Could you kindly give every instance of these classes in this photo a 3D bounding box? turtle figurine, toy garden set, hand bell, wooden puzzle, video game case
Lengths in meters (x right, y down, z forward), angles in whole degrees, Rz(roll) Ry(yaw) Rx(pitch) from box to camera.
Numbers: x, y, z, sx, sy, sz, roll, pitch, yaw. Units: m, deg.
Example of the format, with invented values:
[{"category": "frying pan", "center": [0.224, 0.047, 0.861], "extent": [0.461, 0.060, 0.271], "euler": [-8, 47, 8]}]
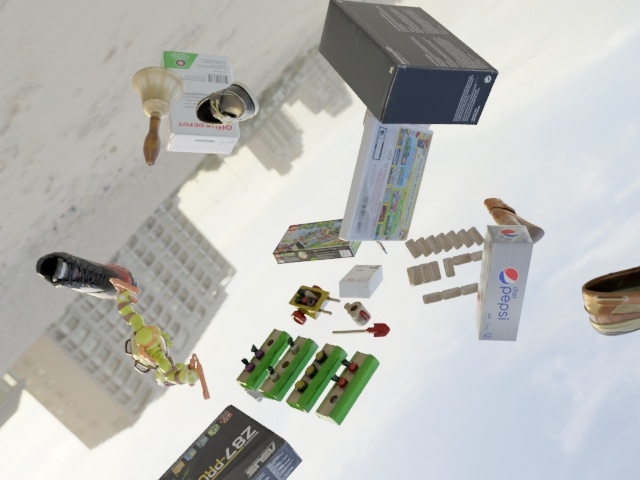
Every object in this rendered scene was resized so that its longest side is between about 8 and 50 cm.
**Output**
[{"category": "turtle figurine", "center": [-0.283, 0.198, 1.188], "extent": [0.087, 0.269, 0.217], "euler": [-41, 165, -18]}, {"category": "toy garden set", "center": [-0.009, 0.154, 1.041], "extent": [0.244, 0.049, 0.204], "euler": [5, -130, 50]}, {"category": "hand bell", "center": [-0.385, -0.274, 1.591], "extent": [0.126, 0.126, 0.242], "euler": [-31, -131, 37]}, {"category": "wooden puzzle", "center": [0.195, 0.007, 2.288], "extent": [0.014, 0.078, 0.116], "euler": [-39, -131, 2]}, {"category": "video game case", "center": [0.127, -0.109, 1.279], "extent": [0.026, 0.227, 0.206], "euler": [20, -168, 37]}]

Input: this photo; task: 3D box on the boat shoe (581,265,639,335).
[{"category": "boat shoe", "center": [0.664, 0.085, 1.314], "extent": [0.324, 0.120, 0.122], "euler": [-25, -159, 27]}]

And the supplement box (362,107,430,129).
[{"category": "supplement box", "center": [0.164, -0.256, 1.422], "extent": [0.130, 0.073, 0.239], "euler": [-17, 177, 0]}]

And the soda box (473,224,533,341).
[{"category": "soda box", "center": [0.440, 0.106, 1.656], "extent": [0.098, 0.286, 0.091], "euler": [1, -151, 2]}]

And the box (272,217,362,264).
[{"category": "box", "center": [0.000, 0.000, 1.586], "extent": [0.207, 0.036, 0.114], "euler": [-7, -145, 30]}]

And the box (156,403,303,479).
[{"category": "box", "center": [-0.277, 0.632, 1.747], "extent": [0.395, 0.097, 0.318], "euler": [-44, -151, -21]}]

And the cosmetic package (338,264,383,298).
[{"category": "cosmetic package", "center": [0.134, 0.129, 2.211], "extent": [0.098, 0.060, 0.239], "euler": [-2, -170, 15]}]

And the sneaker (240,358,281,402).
[{"category": "sneaker", "center": [-0.121, 0.383, 1.829], "extent": [0.212, 0.094, 0.080], "euler": [-29, -171, 43]}]

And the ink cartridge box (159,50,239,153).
[{"category": "ink cartridge box", "center": [-0.375, -0.419, 2.089], "extent": [0.211, 0.289, 0.121], "euler": [0, 159, -22]}]

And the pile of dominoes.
[{"category": "pile of dominoes", "center": [0.378, 0.071, 2.004], "extent": [0.251, 0.196, 0.040], "euler": [-12, 175, -8]}]

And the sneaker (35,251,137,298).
[{"category": "sneaker", "center": [-0.629, 0.093, 1.810], "extent": [0.135, 0.276, 0.098], "euler": [34, 70, -81]}]

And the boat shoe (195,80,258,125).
[{"category": "boat shoe", "center": [-0.201, -0.282, 1.450], "extent": [0.068, 0.081, 0.227], "euler": [-36, -161, -20]}]

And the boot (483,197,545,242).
[{"category": "boot", "center": [0.610, -0.067, 2.150], "extent": [0.073, 0.197, 0.152], "euler": [-52, -137, 22]}]

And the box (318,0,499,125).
[{"category": "box", "center": [0.133, -0.294, 1.113], "extent": [0.261, 0.184, 0.103], "euler": [60, -38, 44]}]
